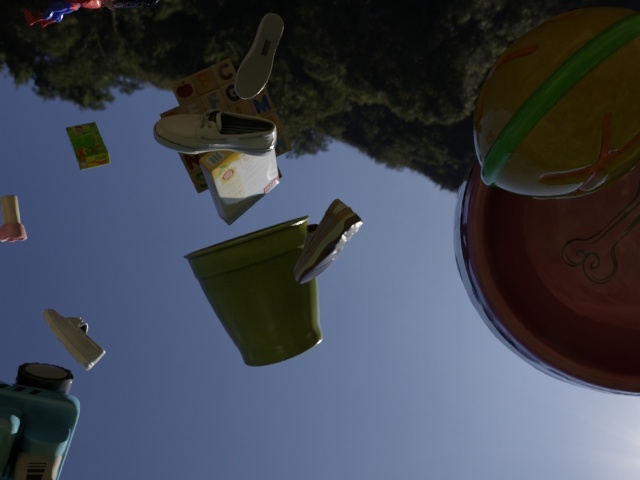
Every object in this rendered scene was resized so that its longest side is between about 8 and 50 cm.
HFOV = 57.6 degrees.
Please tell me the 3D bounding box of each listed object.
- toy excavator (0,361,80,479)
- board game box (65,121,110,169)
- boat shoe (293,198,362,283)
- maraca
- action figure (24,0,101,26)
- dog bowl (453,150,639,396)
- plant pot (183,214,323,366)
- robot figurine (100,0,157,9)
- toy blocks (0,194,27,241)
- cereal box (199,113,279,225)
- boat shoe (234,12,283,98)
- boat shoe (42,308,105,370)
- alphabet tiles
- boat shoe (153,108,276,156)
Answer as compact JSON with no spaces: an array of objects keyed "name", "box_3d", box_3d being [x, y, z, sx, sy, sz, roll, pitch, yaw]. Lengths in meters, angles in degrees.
[{"name":"toy excavator","box_3d":[-0.510,0.379,0.991,0.432,0.223,0.445,19,180,-20]},{"name":"board game box","box_3d":[-0.721,-0.295,1.805,0.092,0.043,0.181,-18,-131,-21]},{"name":"boat shoe","box_3d":[0.000,0.000,1.041,0.072,0.190,0.068,50,-145,15]},{"name":"maraca","box_3d":[0.161,-0.083,0.358,0.185,0.127,0.099,-20,-113,-46]},{"name":"action figure","box_3d":[-0.310,-0.290,0.715,0.038,0.115,0.030,-22,-75,-68]},{"name":"dog bowl","box_3d":[0.344,-0.014,0.650,0.408,0.408,0.150,47,-165,15]},{"name":"plant pot","box_3d":[-0.153,0.151,1.646,0.366,0.366,0.353,-22,-85,-44]},{"name":"robot figurine","box_3d":[-0.351,-0.507,1.089,0.211,0.290,0.085,-8,-83,-58]},{"name":"toy blocks","box_3d":[-0.967,0.030,1.490,0.309,0.288,0.260,1,-102,-64]},{"name":"cereal box","box_3d":[-0.177,-0.154,1.325,0.047,0.240,0.173,41,-110,18]},{"name":"boat shoe","box_3d":[-0.100,-0.291,0.924,0.049,0.142,0.040,24,180,-30]},{"name":"boat shoe","box_3d":[-0.527,0.198,1.246,0.063,0.066,0.184,-39,-126,-25]},{"name":"alphabet tiles","box_3d":[-0.247,-0.288,1.551,0.285,0.011,0.343,-26,-76,-7]},{"name":"boat shoe","box_3d":[-0.190,-0.209,1.067,0.226,0.076,0.083,1,-119,-12]}]
